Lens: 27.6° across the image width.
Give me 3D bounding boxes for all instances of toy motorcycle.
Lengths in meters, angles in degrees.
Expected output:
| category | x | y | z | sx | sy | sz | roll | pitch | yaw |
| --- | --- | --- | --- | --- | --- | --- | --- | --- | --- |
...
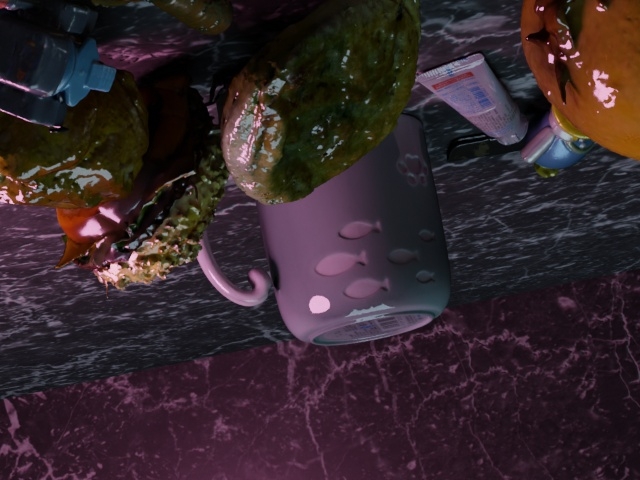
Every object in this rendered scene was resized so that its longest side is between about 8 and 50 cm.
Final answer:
| category | x | y | z | sx | sy | sz | roll | pitch | yaw |
| --- | --- | --- | --- | --- | --- | --- | --- | --- | --- |
| toy motorcycle | -0.304 | -0.176 | 1.045 | 0.272 | 0.124 | 0.182 | 20 | -173 | 15 |

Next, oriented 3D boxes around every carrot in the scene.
| category | x | y | z | sx | sy | sz | roll | pitch | yaw |
| --- | --- | --- | --- | --- | --- | --- | --- | --- | --- |
| carrot | -0.156 | -0.242 | 1.199 | 0.049 | 0.049 | 0.254 | -18 | 161 | 26 |

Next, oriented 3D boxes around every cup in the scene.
| category | x | y | z | sx | sy | sz | roll | pitch | yaw |
| --- | --- | --- | --- | --- | --- | --- | --- | --- | --- |
| cup | 0.000 | 0.000 | 1.807 | 0.356 | 0.275 | 0.259 | -7 | 166 | -18 |

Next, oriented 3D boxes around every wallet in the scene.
| category | x | y | z | sx | sy | sz | roll | pitch | yaw |
| --- | --- | --- | --- | --- | --- | --- | --- | --- | --- |
| wallet | 0.269 | -0.147 | 1.970 | 0.156 | 0.018 | 0.082 | -9 | 166 | -5 |

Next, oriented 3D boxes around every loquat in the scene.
| category | x | y | z | sx | sy | sz | roll | pitch | yaw |
| --- | --- | --- | --- | --- | --- | --- | --- | --- | --- |
| loquat | 0.319 | -0.211 | 1.242 | 0.274 | 0.275 | 0.275 | -10 | 167 | -3 |

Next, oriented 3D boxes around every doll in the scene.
| category | x | y | z | sx | sy | sz | roll | pitch | yaw |
| --- | --- | --- | --- | --- | --- | --- | --- | --- | --- |
| doll | 0.344 | -0.163 | 1.800 | 0.135 | 0.099 | 0.241 | -4 | 167 | -7 |

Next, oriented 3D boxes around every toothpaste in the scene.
| category | x | y | z | sx | sy | sz | roll | pitch | yaw |
| --- | --- | --- | --- | --- | --- | --- | --- | --- | --- |
| toothpaste | 0.210 | -0.184 | 1.709 | 0.089 | 0.057 | 0.234 | -19 | 158 | 22 |

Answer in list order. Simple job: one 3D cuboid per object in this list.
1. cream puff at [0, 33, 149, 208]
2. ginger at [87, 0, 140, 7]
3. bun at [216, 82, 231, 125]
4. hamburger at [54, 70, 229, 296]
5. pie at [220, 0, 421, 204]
| category | x | y | z | sx | sy | sz | roll | pitch | yaw |
| --- | --- | --- | --- | --- | --- | --- | --- | --- | --- |
| cream puff | -0.285 | -0.115 | 1.270 | 0.244 | 0.196 | 0.244 | -9 | 166 | -2 |
| ginger | -0.071 | -0.288 | 0.990 | 0.375 | 0.166 | 0.236 | -26 | 145 | -30 |
| bun | -0.078 | -0.146 | 1.510 | 0.094 | 0.138 | 0.138 | 29 | 156 | -9 |
| hamburger | -0.187 | -0.064 | 1.450 | 0.138 | 0.243 | 0.261 | 34 | 120 | -30 |
| pie | 0.010 | -0.152 | 1.377 | 0.277 | 0.078 | 0.277 | -33 | 155 | -18 |
